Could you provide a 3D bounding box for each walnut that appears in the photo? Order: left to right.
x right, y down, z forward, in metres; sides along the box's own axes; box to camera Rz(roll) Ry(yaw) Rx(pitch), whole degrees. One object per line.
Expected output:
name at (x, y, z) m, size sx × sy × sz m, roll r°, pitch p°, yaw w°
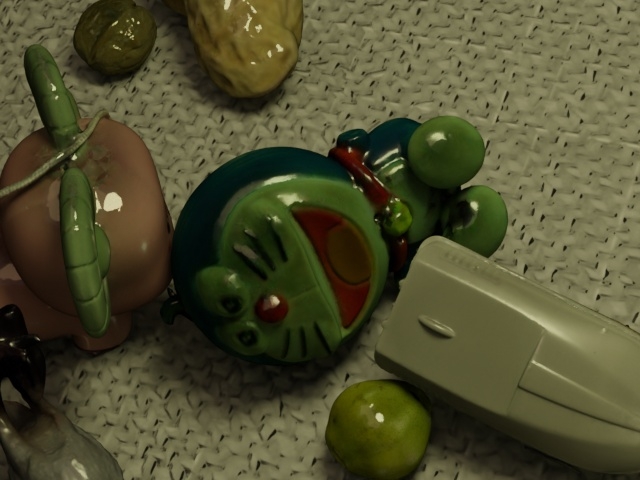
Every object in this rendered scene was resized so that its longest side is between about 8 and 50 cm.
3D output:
walnut at (-0.220, -0.220, 1.837) m, size 0.092 × 0.092 × 0.092 m, roll -5°, pitch 53°, yaw 7°

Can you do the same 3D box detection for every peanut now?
peanut at (-0.106, -0.284, 1.827) m, size 0.153 × 0.140 × 0.325 m, roll -28°, pitch 56°, yaw 12°

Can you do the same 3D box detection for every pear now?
pear at (0.053, 0.161, 1.499) m, size 0.097 × 0.092 × 0.092 m, roll -42°, pitch 58°, yaw -19°

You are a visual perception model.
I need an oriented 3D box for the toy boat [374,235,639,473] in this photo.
toy boat at (0.185, 0.104, 1.475) m, size 0.270 × 0.140 × 0.140 m, roll 24°, pitch 60°, yaw 3°

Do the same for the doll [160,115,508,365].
doll at (0.000, -0.001, 1.560) m, size 0.322 × 0.198 × 0.186 m, roll -23°, pitch 24°, yaw -12°

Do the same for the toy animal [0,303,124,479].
toy animal at (-0.219, 0.212, 1.491) m, size 0.090 × 0.195 × 0.324 m, roll -31°, pitch 83°, yaw -17°

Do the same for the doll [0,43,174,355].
doll at (-0.243, -0.014, 1.565) m, size 0.216 × 0.268 × 0.284 m, roll -12°, pitch 53°, yaw -9°
